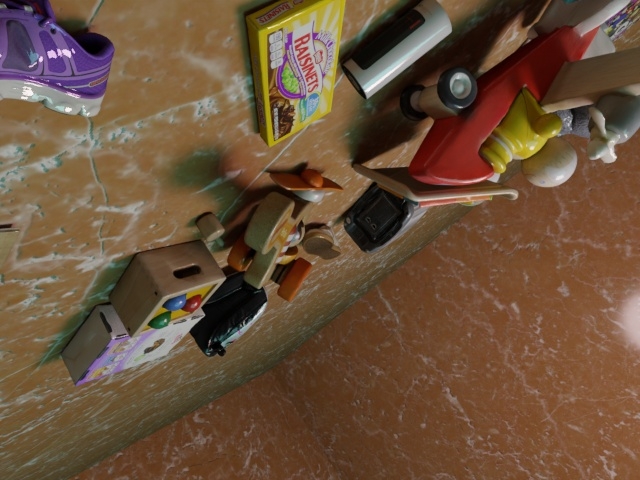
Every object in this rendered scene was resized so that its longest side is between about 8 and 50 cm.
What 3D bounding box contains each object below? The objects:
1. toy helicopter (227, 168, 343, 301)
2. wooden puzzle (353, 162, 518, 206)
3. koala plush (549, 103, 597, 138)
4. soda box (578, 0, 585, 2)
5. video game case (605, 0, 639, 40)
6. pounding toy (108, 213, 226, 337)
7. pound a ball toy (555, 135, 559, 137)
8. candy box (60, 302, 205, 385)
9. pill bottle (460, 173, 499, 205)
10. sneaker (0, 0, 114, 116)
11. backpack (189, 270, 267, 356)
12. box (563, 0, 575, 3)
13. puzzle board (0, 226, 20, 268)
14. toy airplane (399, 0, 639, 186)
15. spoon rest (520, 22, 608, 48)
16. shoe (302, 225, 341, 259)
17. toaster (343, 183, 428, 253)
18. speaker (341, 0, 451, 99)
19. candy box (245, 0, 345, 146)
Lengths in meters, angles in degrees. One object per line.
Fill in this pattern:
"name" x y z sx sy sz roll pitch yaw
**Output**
"toy helicopter" -0.054 -0.028 0.754 0.234 0.140 0.355 -58 178 -3
"wooden puzzle" 0.208 -0.106 0.887 0.239 0.221 0.044 -2 110 -21
"koala plush" 0.615 -0.307 1.122 0.196 0.221 0.203 -12 121 -60
"soda box" 0.534 -0.488 0.794 0.216 0.069 0.074 -38 166 6
"video game case" 0.677 -0.506 1.113 0.232 0.041 0.210 -42 163 24
"pounding toy" -0.208 0.054 0.766 0.206 0.094 0.181 -45 163 34
"pound a ball toy" 0.389 -0.185 1.105 0.135 0.208 0.319 -48 167 -5
"candy box" -0.343 0.173 0.869 0.165 0.070 0.196 -44 160 29
"pill bottle" 0.465 -0.198 1.417 0.136 0.136 0.246 -37 165 3
"sneaker" -0.205 -0.130 0.294 0.071 0.068 0.170 -57 168 18
"backpack" -0.202 0.142 1.010 0.182 0.152 0.115 -37 -178 -10
"box" 0.394 -0.410 0.660 0.244 0.100 0.060 -28 162 -29
"puzzle board" -0.377 0.030 0.475 0.128 0.011 0.096 -44 162 28
"toy airplane" 0.355 -0.224 0.779 0.385 0.272 0.386 -24 -163 32
"spoon rest" 0.441 -0.374 0.964 0.137 0.084 0.276 -28 177 -23
"shoe" 0.000 0.000 1.168 0.077 0.058 0.219 -17 164 9
"toaster" 0.175 -0.075 1.175 0.146 0.129 0.227 -23 159 -52
"speaker" 0.097 -0.244 0.596 0.136 0.055 0.055 -37 166 7
"candy box" -0.027 -0.192 0.537 0.105 0.027 0.206 -36 166 -14
